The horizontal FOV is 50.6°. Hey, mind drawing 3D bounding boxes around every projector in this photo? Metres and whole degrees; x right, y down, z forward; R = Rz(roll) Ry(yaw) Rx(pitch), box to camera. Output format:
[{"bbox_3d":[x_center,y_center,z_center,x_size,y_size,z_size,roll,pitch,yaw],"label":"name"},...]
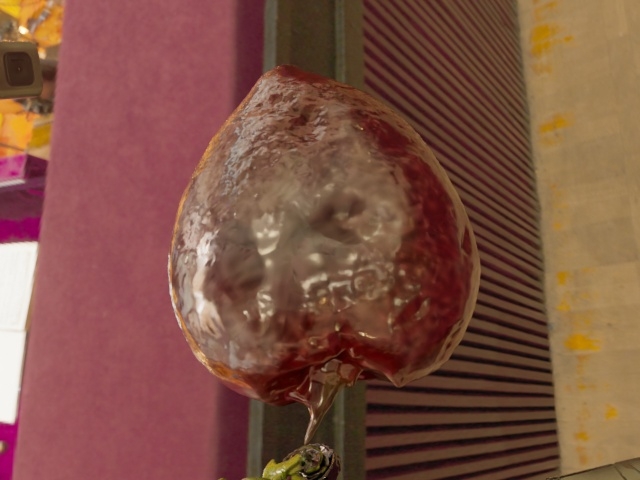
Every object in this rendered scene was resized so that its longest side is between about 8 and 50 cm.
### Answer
[{"bbox_3d":[-0.466,-0.246,0.983,0.083,0.082,0.083,3,106,26],"label":"projector"}]

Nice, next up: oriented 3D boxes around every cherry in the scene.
[{"bbox_3d":[0.000,0.000,0.530,0.230,0.203,0.300,-13,72,10],"label":"cherry"}]

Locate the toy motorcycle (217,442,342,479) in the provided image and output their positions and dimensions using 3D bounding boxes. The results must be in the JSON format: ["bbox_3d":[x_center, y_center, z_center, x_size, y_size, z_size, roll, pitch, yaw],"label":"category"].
[{"bbox_3d":[-0.040,0.356,0.774,0.206,0.142,0.342,-28,21,-6],"label":"toy motorcycle"}]

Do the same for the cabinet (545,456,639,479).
[{"bbox_3d":[0.277,0.270,0.534,0.145,0.206,0.150,-123,37,-50],"label":"cabinet"}]
